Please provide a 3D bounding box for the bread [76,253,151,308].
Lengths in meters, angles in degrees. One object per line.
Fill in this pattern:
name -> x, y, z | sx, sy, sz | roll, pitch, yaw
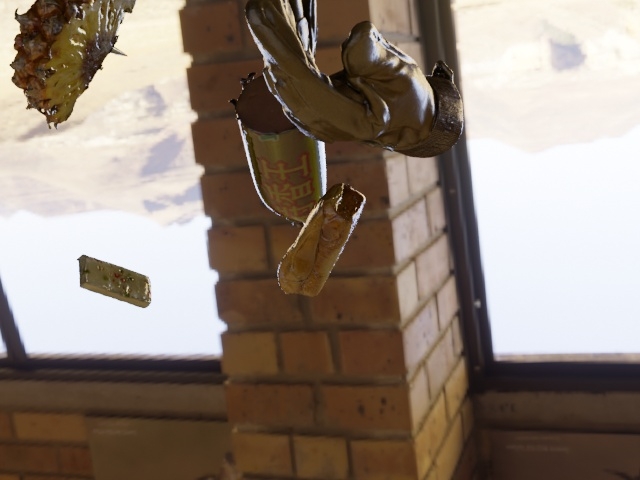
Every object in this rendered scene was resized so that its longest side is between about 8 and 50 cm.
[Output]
bread -> -0.375, 0.075, 1.552 | 0.028, 0.068, 0.153 | -35, 140, 29

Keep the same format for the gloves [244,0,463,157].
gloves -> 0.027, -0.167, 0.887 | 0.331, 0.141, 0.154 | 17, -152, -48

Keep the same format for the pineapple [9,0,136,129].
pineapple -> -0.350, -0.276, 1.141 | 0.079, 0.233, 0.135 | 29, 178, 19

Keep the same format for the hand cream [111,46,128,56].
hand cream -> -0.421, -0.381, 1.675 | 0.035, 0.022, 0.102 | 12, -179, 21

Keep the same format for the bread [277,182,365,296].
bread -> 0.000, 0.000, 0.915 | 0.053, 0.132, 0.074 | 29, -142, 0

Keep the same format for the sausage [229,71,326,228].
sausage -> -0.054, -0.115, 1.288 | 0.125, 0.317, 0.117 | 17, -120, 13
